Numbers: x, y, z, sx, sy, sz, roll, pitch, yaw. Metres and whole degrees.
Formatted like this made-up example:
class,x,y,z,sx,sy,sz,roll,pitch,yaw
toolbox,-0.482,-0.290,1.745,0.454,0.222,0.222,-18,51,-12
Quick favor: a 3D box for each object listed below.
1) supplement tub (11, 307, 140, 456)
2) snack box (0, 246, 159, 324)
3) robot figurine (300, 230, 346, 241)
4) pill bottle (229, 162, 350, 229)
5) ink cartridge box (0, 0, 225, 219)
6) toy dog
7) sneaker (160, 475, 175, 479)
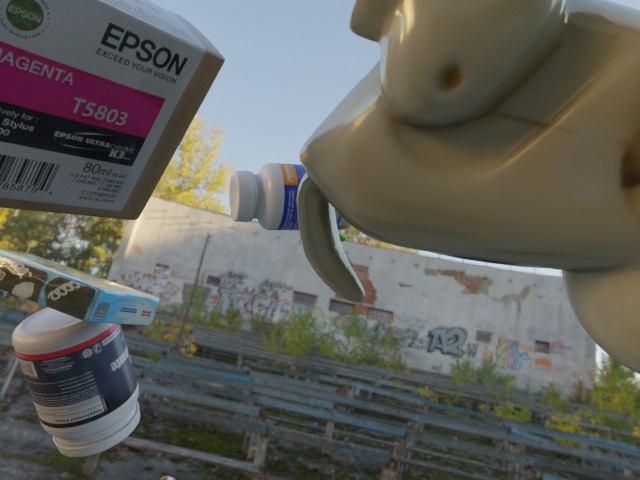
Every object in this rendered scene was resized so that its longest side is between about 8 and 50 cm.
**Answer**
class,x,y,z,sx,sy,sz,roll,pitch,yaw
supplement tub,-0.487,0.273,0.985,0.191,0.272,0.191,-7,17,2
snack box,-0.478,0.075,0.860,0.321,0.060,0.187,16,-8,14
robot figurine,0.000,0.000,0.976,0.067,0.115,0.101,-7,-6,-41
pill bottle,-0.063,-0.099,1.096,0.271,0.152,0.152,-1,-12,-22
ink cartridge box,-0.223,-0.122,0.389,0.088,0.193,0.234,47,22,26
toy dog,0.206,-0.047,0.373,0.407,0.395,0.284,35,8,5
sneaker,-0.339,0.558,1.047,0.031,0.083,0.037,10,-17,31
